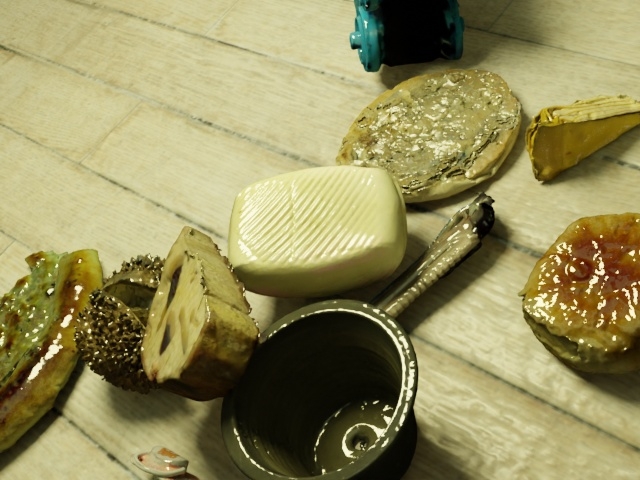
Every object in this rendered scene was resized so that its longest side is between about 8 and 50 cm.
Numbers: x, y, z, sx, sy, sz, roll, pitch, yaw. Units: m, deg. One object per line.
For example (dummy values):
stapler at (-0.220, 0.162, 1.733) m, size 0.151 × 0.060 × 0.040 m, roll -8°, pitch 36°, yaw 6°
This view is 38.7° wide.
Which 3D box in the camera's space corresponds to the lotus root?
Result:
lotus root at (-0.155, 0.100, 1.102) m, size 0.170 × 0.074 × 0.261 m, roll -63°, pitch 28°, yaw 9°

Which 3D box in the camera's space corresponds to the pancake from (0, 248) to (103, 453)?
pancake at (-0.480, 0.171, 1.360) m, size 0.427 × 0.067 × 0.305 m, roll -48°, pitch 47°, yaw -14°

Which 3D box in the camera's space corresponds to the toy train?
toy train at (0.123, -0.419, 1.409) m, size 0.188 × 0.300 × 0.265 m, roll -10°, pitch 61°, yaw 0°

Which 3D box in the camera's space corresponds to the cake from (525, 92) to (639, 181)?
cake at (0.346, -0.168, 1.219) m, size 0.185 × 0.116 × 0.079 m, roll -32°, pitch 44°, yaw 4°

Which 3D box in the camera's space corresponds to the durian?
durian at (-0.256, 0.115, 1.255) m, size 0.196 × 0.167 × 0.196 m, roll -23°, pitch 21°, yaw 9°

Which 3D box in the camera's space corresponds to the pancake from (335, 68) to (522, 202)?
pancake at (0.155, -0.156, 1.338) m, size 0.282 × 0.049 × 0.282 m, roll -13°, pitch 48°, yaw 15°

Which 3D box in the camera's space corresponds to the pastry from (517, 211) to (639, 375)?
pastry at (0.335, 0.062, 1.039) m, size 0.192 × 0.093 × 0.182 m, roll -47°, pitch 49°, yaw -10°

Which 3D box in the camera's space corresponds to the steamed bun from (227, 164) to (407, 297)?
steamed bun at (0.000, 0.000, 1.220) m, size 0.239 × 0.152 × 0.170 m, roll -6°, pitch 59°, yaw 9°

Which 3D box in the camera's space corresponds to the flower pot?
flower pot at (0.021, 0.201, 1.035) m, size 0.235 × 0.148 × 0.235 m, roll -15°, pitch 49°, yaw 17°

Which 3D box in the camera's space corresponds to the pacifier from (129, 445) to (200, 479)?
pacifier at (-0.200, 0.298, 1.122) m, size 0.099 × 0.081 × 0.078 m, roll 20°, pitch 91°, yaw 37°

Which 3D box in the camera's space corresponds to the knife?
knife at (0.101, 0.073, 1.183) m, size 0.365 × 0.043 × 0.089 m, roll -43°, pitch 14°, yaw -9°
